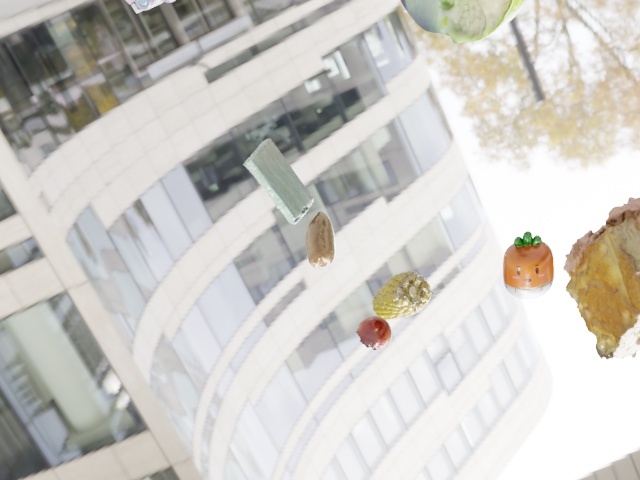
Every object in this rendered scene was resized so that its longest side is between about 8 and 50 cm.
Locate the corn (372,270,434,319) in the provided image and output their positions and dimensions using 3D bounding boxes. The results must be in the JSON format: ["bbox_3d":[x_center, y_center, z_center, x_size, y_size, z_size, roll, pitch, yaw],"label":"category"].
[{"bbox_3d":[0.194,0.140,2.165,0.106,0.106,0.305,-30,175,-12],"label":"corn"}]

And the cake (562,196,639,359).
[{"bbox_3d":[0.756,0.064,2.011,0.307,0.293,0.314,-17,153,-17],"label":"cake"}]

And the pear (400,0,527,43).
[{"bbox_3d":[0.293,-0.574,1.618,0.165,0.398,0.399,-21,-166,-30],"label":"pear"}]

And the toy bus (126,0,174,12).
[{"bbox_3d":[-0.388,-0.657,2.128,0.202,0.142,0.142,-26,-170,33],"label":"toy bus"}]

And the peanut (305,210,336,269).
[{"bbox_3d":[0.000,0.000,2.149,0.076,0.076,0.152,-15,-117,30],"label":"peanut"}]

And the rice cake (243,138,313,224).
[{"bbox_3d":[-0.103,-0.151,2.288,0.038,0.211,0.124,-26,-160,42],"label":"rice cake"}]

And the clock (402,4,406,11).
[{"bbox_3d":[0.289,-0.565,1.950,0.197,0.063,0.150,-13,-174,-10],"label":"clock"}]

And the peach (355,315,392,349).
[{"bbox_3d":[0.144,0.236,2.309,0.098,0.061,0.098,11,-142,-9],"label":"peach"}]

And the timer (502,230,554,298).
[{"bbox_3d":[0.402,0.041,1.696,0.099,0.136,0.136,7,-152,14],"label":"timer"}]
